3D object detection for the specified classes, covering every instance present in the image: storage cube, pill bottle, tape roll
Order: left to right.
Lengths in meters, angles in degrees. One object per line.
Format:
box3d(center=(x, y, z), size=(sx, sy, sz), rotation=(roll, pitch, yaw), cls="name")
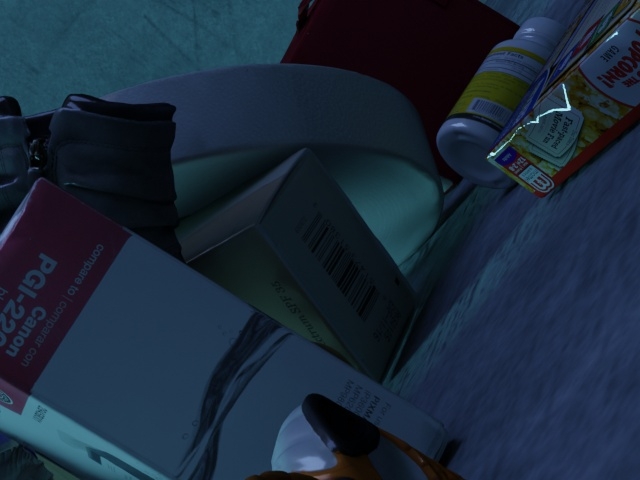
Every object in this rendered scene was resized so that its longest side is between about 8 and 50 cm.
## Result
box3d(center=(-0.094, -0.011, 1.173), size=(0.392, 0.072, 0.392), rotation=(-13, -22, -5), cls="tape roll")
box3d(center=(0.052, -0.134, 1.401), size=(0.193, 0.215, 0.183), rotation=(-64, 8, -29), cls="storage cube")
box3d(center=(0.134, -0.097, 1.008), size=(0.116, 0.065, 0.065), rotation=(-55, 3, -25), cls="pill bottle")

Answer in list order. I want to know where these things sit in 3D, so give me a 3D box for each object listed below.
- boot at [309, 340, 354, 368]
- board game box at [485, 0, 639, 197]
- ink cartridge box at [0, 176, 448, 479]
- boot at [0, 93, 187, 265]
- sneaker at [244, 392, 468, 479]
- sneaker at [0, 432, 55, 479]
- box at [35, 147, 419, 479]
box3d(center=(-0.076, 0.194, 0.903), size=(0.283, 0.109, 0.220), rotation=(-63, 0, -11), cls="boot")
box3d(center=(0.175, -0.121, 0.789), size=(0.147, 0.045, 0.193), rotation=(-56, 3, -26), cls="board game box")
box3d(center=(-0.068, 0.081, 0.702), size=(0.092, 0.218, 0.158), rotation=(-61, 5, -20), cls="ink cartridge box")
box3d(center=(-0.221, 0.029, 0.960), size=(0.338, 0.223, 0.118), rotation=(-12, 2, 19), cls="boot")
box3d(center=(-0.003, 0.134, 0.446), size=(0.121, 0.099, 0.262), rotation=(-62, -6, 6), cls="sneaker")
box3d(center=(-0.235, 0.190, 0.881), size=(0.102, 0.146, 0.293), rotation=(-28, -32, -34), cls="sneaker")
box3d(center=(-0.102, 0.078, 1.049), size=(0.311, 0.148, 0.121), rotation=(-30, 16, 30), cls="box")
